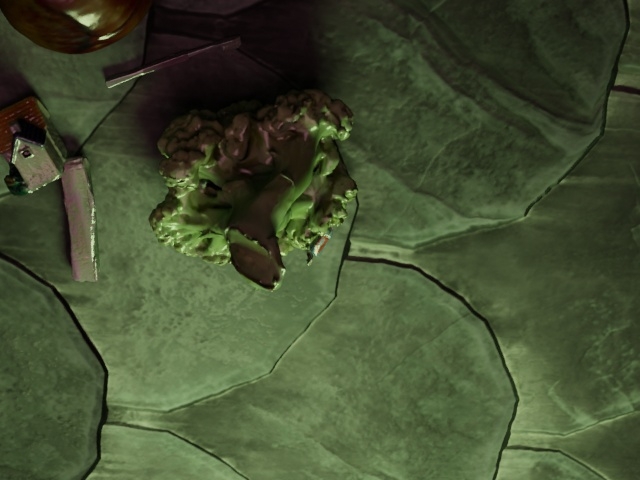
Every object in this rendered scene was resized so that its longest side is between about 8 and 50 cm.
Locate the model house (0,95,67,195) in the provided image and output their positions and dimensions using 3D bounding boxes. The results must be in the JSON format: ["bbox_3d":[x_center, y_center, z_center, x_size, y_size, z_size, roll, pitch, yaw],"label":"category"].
[{"bbox_3d":[-0.405,-0.129,1.975,0.088,0.101,0.100,-22,121,7],"label":"model house"}]

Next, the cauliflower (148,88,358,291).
[{"bbox_3d":[-0.096,-0.080,1.961,0.260,0.281,0.327,45,104,0],"label":"cauliflower"}]

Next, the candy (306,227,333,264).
[{"bbox_3d":[0.000,0.000,2.165,0.020,0.030,0.083,25,107,-20],"label":"candy"}]

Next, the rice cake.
[{"bbox_3d":[-0.343,-0.032,2.082,0.047,0.036,0.207,-1,122,-3],"label":"rice cake"}]

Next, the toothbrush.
[{"bbox_3d":[-0.201,-0.245,1.989,0.194,0.014,0.017,-17,123,1],"label":"toothbrush"}]

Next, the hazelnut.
[{"bbox_3d":[-0.304,-0.342,1.814,0.229,0.229,0.229,-4,121,-7],"label":"hazelnut"}]
